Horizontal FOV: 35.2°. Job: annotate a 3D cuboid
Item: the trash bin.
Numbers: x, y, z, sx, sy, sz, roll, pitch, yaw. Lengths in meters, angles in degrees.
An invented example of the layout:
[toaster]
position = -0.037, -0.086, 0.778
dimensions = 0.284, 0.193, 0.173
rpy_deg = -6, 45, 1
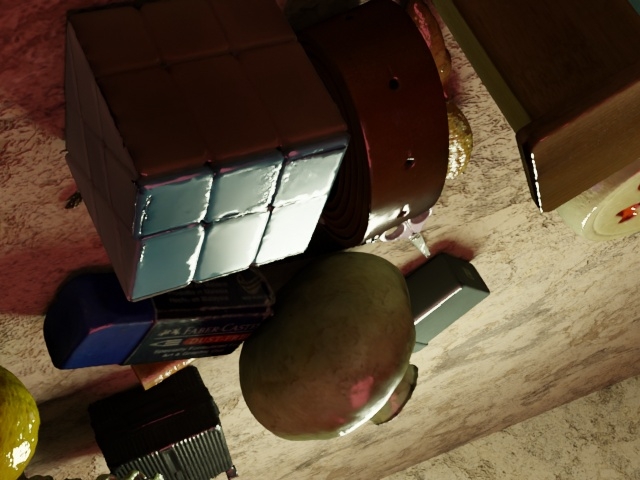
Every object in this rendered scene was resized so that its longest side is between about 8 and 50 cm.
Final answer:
[trash bin]
position = 0.201, 0.133, 1.995
dimensions = 0.236, 0.101, 0.177
rpy_deg = -39, 151, 20

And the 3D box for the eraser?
[eraser]
position = -0.233, 0.111, 1.513
dimensions = 0.332, 0.101, 0.155
rpy_deg = -2, 147, -41

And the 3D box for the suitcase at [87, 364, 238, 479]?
[suitcase]
position = -0.294, 0.389, 1.937
dimensions = 0.230, 0.152, 0.335
rpy_deg = -22, 155, -11

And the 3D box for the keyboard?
[keyboard]
position = 0.000, 0.000, 1.624
dimensions = 0.230, 0.025, 0.093
rpy_deg = -14, 150, -26

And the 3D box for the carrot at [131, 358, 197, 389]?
[carrot]
position = -0.223, 0.186, 1.740
dimensions = 0.210, 0.061, 0.061
rpy_deg = -26, 156, -13

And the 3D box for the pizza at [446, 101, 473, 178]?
[pizza]
position = 0.118, -0.133, 1.441
dimensions = 0.197, 0.058, 0.292
rpy_deg = -36, 152, 21

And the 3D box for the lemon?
[lemon]
position = -0.527, 0.268, 1.388
dimensions = 0.263, 0.236, 0.236
rpy_deg = -40, 170, -44

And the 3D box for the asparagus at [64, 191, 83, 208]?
[asparagus]
position = -0.277, -0.072, 1.224
dimensions = 0.015, 0.014, 0.114
rpy_deg = 30, 125, -22

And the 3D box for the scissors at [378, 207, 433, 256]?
[scissors]
position = 0.164, -0.012, 1.765
dimensions = 0.110, 0.021, 0.212
rpy_deg = -33, 155, 5

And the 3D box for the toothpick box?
[toothpick box]
position = 0.233, -0.224, 1.077
dimensions = 0.190, 0.308, 0.187
rpy_deg = -30, 155, 6

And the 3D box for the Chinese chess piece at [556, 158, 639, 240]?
[Chinese chess piece]
position = 0.567, -0.137, 1.777
dimensions = 0.338, 0.140, 0.338
rpy_deg = -22, 154, -11

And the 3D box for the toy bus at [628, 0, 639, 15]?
[toy bus]
position = 0.439, -0.268, 1.365
dimensions = 0.133, 0.164, 0.271
rpy_deg = -9, 150, -33

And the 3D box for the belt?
[belt]
position = 0.044, -0.127, 1.197
dimensions = 0.122, 0.217, 0.338
rpy_deg = -26, 152, -16

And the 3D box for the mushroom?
[mushroom]
position = 0.025, 0.177, 1.655
dimensions = 0.260, 0.352, 0.352
rpy_deg = 37, 123, -15

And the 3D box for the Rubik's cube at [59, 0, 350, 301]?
[Rubik's cube]
position = -0.132, -0.102, 1.061
dimensions = 0.225, 0.221, 0.231
rpy_deg = -16, 153, -24

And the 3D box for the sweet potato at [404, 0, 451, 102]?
[sweet potato]
position = 0.131, -0.235, 1.258
dimensions = 0.058, 0.055, 0.202
rpy_deg = -29, 154, 5

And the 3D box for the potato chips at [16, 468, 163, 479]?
[potato chips]
position = -0.456, 0.461, 1.784
dimensions = 0.373, 0.097, 0.389
rpy_deg = 5, 147, 7
